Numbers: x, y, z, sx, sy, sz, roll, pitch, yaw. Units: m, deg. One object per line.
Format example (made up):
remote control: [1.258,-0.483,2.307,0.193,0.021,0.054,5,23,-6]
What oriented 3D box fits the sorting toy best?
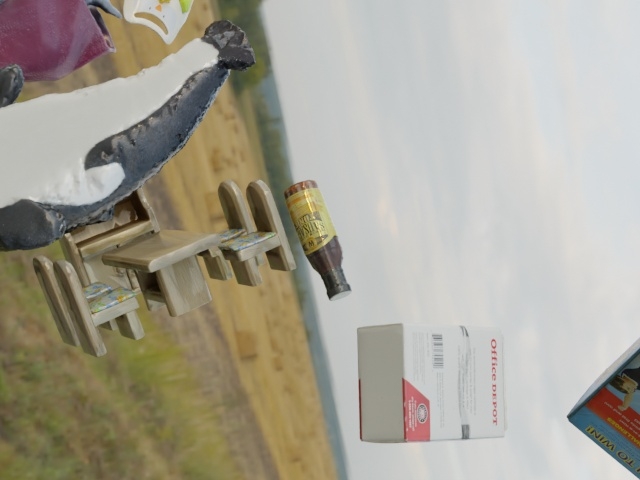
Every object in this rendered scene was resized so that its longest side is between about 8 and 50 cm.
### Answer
sorting toy: [-0.159,-0.232,1.154,0.045,0.083,0.075,-22,-132,50]

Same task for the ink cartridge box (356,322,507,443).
ink cartridge box: [0.097,0.123,1.021,0.135,0.056,0.099,8,78,-44]

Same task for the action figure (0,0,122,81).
action figure: [-0.448,-0.229,1.546,0.248,0.370,0.276,49,1,15]

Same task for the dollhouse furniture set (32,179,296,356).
dollhouse furniture set: [-0.183,-0.014,1.164,0.242,0.212,0.161,5,-65,62]

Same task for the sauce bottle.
sauce bottle: [0.000,0.000,1.239,0.042,0.042,0.128,83,-15,-72]

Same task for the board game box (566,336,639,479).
board game box: [0.433,0.197,1.160,0.308,0.086,0.302,40,-26,10]

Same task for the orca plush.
orca plush: [-0.174,-0.061,0.857,0.151,0.287,0.102,44,-12,28]
